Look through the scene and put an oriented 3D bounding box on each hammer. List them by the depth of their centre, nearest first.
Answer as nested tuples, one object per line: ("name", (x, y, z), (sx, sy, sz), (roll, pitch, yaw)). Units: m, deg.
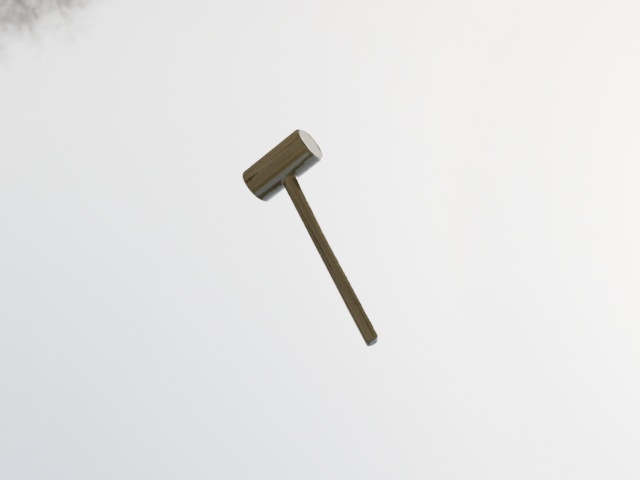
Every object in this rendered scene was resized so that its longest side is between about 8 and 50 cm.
("hammer", (0.000, 0.000, 0.464), (0.035, 0.019, 0.110), (-38, -122, 18))
